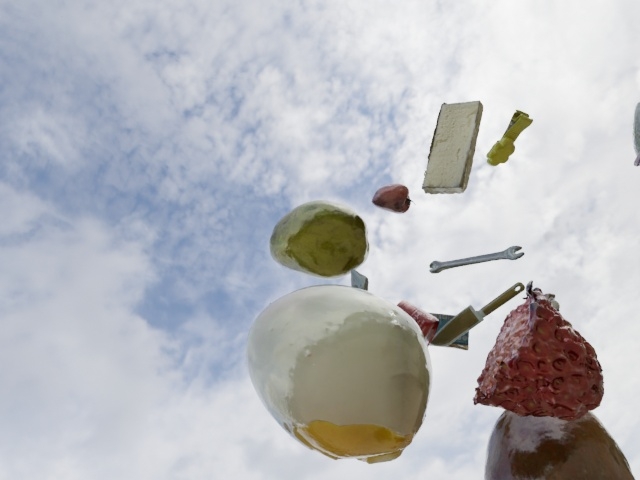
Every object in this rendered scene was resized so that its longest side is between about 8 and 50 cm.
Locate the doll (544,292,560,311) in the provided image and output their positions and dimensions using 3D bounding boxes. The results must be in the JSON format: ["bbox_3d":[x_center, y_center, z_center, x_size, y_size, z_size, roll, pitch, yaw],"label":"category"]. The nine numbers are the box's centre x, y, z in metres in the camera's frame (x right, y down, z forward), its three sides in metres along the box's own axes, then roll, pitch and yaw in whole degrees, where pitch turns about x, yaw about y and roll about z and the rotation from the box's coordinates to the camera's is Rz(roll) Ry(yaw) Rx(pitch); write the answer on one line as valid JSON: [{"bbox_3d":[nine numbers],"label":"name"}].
[{"bbox_3d":[0.583,0.158,1.212,0.085,0.058,0.040,19,-64,-19],"label":"doll"}]

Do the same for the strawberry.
[{"bbox_3d":[0.380,0.208,0.790,0.234,0.178,0.234,-56,-15,-23],"label":"strawberry"}]

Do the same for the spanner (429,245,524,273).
[{"bbox_3d":[0.482,0.064,1.462,0.017,0.301,0.071,60,-146,-24],"label":"spanner"}]

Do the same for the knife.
[{"bbox_3d":[0.471,0.228,1.431,0.343,0.061,0.027,-43,-27,19],"label":"knife"}]

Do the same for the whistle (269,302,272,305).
[{"bbox_3d":[-0.083,0.211,1.246,0.033,0.033,0.176,-50,-42,1],"label":"whistle"}]

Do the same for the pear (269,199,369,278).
[{"bbox_3d":[0.000,0.000,1.453,0.307,0.253,0.253,3,-61,16],"label":"pear"}]

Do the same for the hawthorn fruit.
[{"bbox_3d":[0.461,0.440,0.920,0.267,0.301,0.268,7,-54,10],"label":"hawthorn fruit"}]

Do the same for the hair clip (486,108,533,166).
[{"bbox_3d":[0.540,-0.285,1.340,0.072,0.046,0.173,16,-54,-16],"label":"hair clip"}]

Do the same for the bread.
[{"bbox_3d":[0.206,-0.145,0.724,0.028,0.068,0.154,27,-106,-48],"label":"bread"}]

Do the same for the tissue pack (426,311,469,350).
[{"bbox_3d":[0.485,0.350,1.790,0.082,0.169,0.120,71,-153,-58],"label":"tissue pack"}]

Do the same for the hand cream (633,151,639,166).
[{"bbox_3d":[0.620,-0.118,0.802,0.053,0.142,0.084,-57,-38,2],"label":"hand cream"}]

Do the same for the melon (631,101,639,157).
[{"bbox_3d":[0.686,-0.195,0.945,0.054,0.098,0.182,25,-105,-57],"label":"melon"}]

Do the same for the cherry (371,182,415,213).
[{"bbox_3d":[0.232,-0.136,1.466,0.126,0.087,0.106,20,-37,0],"label":"cherry"}]

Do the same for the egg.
[{"bbox_3d":[0.027,0.216,0.816,0.283,0.345,0.283,-49,-30,-41],"label":"egg"}]

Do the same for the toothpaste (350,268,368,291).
[{"bbox_3d":[0.097,0.169,1.145,0.038,0.060,0.233,-25,-50,-26],"label":"toothpaste"}]

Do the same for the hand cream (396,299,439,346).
[{"bbox_3d":[0.260,0.287,1.405,0.193,0.125,0.193,-44,-30,-34],"label":"hand cream"}]
